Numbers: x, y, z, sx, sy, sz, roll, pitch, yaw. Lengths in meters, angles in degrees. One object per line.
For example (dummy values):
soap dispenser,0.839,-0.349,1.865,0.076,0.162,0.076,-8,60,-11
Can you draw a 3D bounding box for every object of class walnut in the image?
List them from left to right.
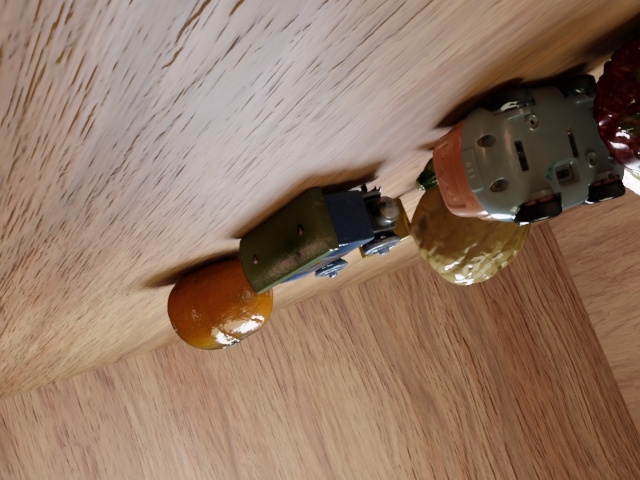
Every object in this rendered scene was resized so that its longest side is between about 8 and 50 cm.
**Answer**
walnut,0.312,-0.040,1.648,0.257,0.257,0.224,-21,-164,-1

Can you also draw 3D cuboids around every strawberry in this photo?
strawberry,0.521,-0.209,1.082,0.274,0.274,0.220,-29,-160,43

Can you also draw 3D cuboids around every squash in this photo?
squash,0.269,-0.144,1.381,0.252,0.066,0.066,-18,171,-16

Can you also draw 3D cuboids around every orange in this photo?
orange,-0.203,0.134,1.652,0.224,0.170,0.224,-21,174,-3

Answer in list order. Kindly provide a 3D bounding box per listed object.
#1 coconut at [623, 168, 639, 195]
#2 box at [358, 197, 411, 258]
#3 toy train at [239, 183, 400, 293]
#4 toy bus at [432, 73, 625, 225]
coconut,0.579,-0.193,1.315,0.233,0.233,0.245,-18,177,-20
box,0.132,-0.024,1.747,0.022,0.089,0.156,-16,173,-43
toy train,0.000,0.000,1.431,0.201,0.131,0.299,-12,167,-37
toy bus,0.309,-0.123,1.230,0.287,0.194,0.232,-17,179,-30
